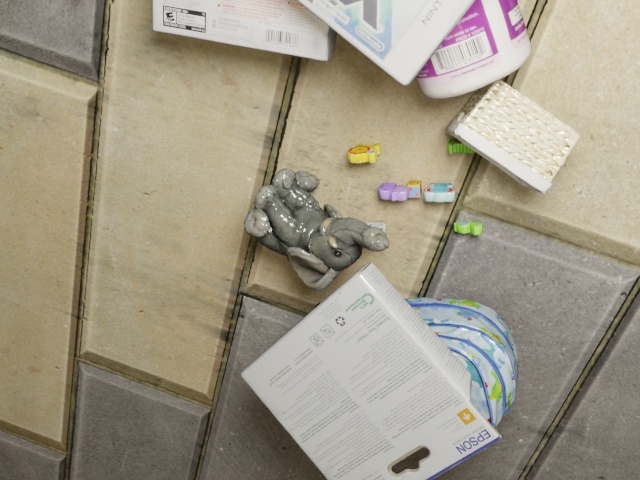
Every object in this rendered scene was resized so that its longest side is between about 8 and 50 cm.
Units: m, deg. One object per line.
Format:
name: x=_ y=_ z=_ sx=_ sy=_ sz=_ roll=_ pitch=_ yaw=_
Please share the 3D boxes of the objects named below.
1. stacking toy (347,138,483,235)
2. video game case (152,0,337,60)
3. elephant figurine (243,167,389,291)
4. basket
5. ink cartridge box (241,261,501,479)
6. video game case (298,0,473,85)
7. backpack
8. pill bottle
stacking toy: x=0.163 y=-0.082 z=1.212 sx=0.221 sy=0.052 sz=0.166 roll=0 pitch=118 yaw=15
video game case: x=-0.100 y=-0.398 z=1.002 sx=0.270 sy=0.061 sz=0.244 roll=12 pitch=121 yaw=8
elephant figurine: x=0.000 y=0.000 z=1.217 sx=0.239 sy=0.186 sz=0.169 roll=35 pitch=102 yaw=16
basket: x=0.290 y=-0.161 z=1.088 sx=0.167 sy=0.113 sz=0.103 roll=34 pitch=100 yaw=-4
ink cartridge box: x=0.076 y=0.254 z=1.182 sx=0.330 sy=0.071 sz=0.324 roll=49 pitch=121 yaw=2
video game case: x=0.070 y=-0.408 z=0.876 sx=0.329 sy=0.036 sz=0.300 roll=39 pitch=115 yaw=1
backpack: x=0.175 y=0.238 z=1.292 sx=0.356 sy=0.273 sz=0.290 roll=-10 pitch=101 yaw=7
pill bottle: x=0.164 y=-0.363 z=0.986 sx=0.169 sy=0.169 sz=0.301 roll=-17 pitch=112 yaw=23
